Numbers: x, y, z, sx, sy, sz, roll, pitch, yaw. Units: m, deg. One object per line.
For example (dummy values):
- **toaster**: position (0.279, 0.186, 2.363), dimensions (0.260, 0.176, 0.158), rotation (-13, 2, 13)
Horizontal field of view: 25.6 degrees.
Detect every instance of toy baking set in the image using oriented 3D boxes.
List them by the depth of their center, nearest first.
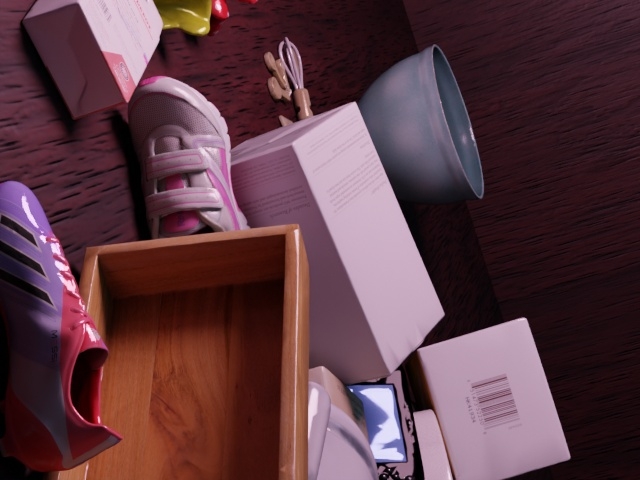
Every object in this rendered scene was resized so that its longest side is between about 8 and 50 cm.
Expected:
- **toy baking set**: position (-0.031, -0.221, 2.242), dimensions (0.256, 0.030, 0.196), rotation (-63, 134, -69)

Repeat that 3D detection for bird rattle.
- **bird rattle**: position (-0.161, -0.361, 1.752), dimensions (0.207, 0.143, 0.253), rotation (53, 16, -11)

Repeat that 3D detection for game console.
- **game console**: position (0.066, 0.299, 1.738), dimensions (0.044, 0.213, 0.361), rotation (122, -33, -48)

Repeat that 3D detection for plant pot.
- **plant pot**: position (0.163, -0.189, 2.591), dimensions (0.293, 0.196, 0.293), rotation (-17, 90, -75)

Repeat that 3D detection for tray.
- **tray**: position (-0.113, 0.158, 1.168), dimensions (0.411, 0.203, 0.076), rotation (-90, 171, -49)

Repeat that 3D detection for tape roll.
- **tape roll**: position (0.160, 0.429, 1.953), dimensions (0.392, 0.072, 0.392), rotation (170, -90, -90)

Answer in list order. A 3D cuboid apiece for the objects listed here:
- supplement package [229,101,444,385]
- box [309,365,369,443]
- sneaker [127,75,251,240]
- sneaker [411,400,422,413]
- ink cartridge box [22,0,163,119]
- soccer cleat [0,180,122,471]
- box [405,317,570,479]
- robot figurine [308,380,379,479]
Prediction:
- **supplement package**: position (-0.007, 0.014, 1.684), dimensions (0.177, 0.175, 0.293), rotation (-38, 108, -56)
- **box**: position (-0.007, 0.315, 1.560), dimensions (0.148, 0.121, 0.311), rotation (47, 30, -59)
- **sneaker**: position (-0.141, -0.053, 1.514), dimensions (0.111, 0.103, 0.252), rotation (-67, 137, -70)
- **sneaker**: position (0.134, 0.306, 2.175), dimensions (0.106, 0.078, 0.234), rotation (-73, 142, -61)
- **ink cartridge box**: position (-0.228, -0.223, 1.450), dimensions (0.198, 0.067, 0.115), rotation (-78, 148, -59)
- **soccer cleat**: position (-0.215, 0.062, 1.128), dimensions (0.083, 0.095, 0.248), rotation (43, 34, -63)
- **box**: position (0.244, 0.255, 2.147), dimensions (0.345, 0.168, 0.215), rotation (84, -10, -81)
- **robot figurine**: position (-0.049, 0.272, 1.293), dimensions (0.353, 0.200, 0.300), rotation (-81, -168, -58)
